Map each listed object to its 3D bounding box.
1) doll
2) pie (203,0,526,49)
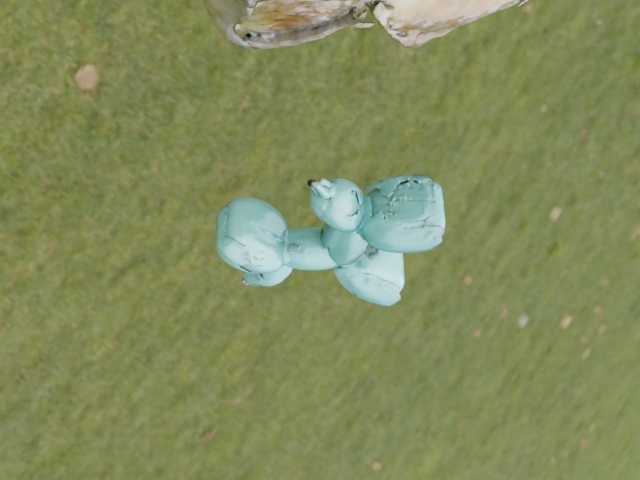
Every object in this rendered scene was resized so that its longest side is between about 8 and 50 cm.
[{"bbox_3d":[0.000,0.000,0.858,0.159,0.158,0.059,129,-32,-54],"label":"doll"},{"bbox_3d":[0.073,-0.217,0.862,0.337,0.337,0.075,0,76,-62],"label":"pie"}]
